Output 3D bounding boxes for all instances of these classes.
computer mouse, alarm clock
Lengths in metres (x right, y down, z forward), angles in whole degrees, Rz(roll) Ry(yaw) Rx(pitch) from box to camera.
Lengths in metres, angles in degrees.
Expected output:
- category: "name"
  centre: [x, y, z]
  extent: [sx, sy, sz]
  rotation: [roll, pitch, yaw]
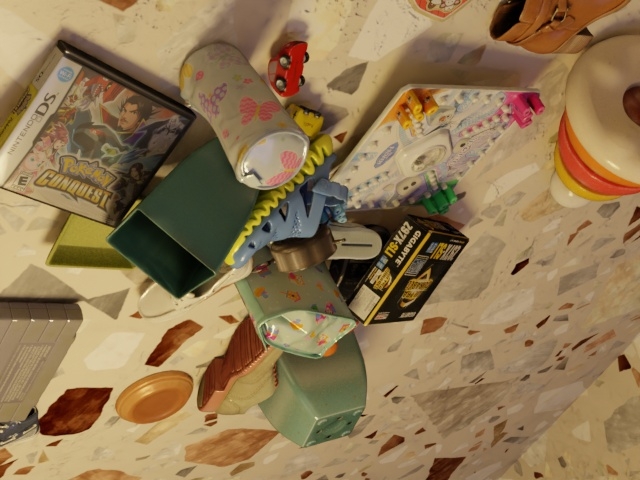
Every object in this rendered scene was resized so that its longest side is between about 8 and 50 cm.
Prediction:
- category: "computer mouse"
  centre: [0.067, 0.065, 2.018]
  extent: [0.188, 0.072, 0.272]
  rotation: [8, 120, -35]
- category: "alarm clock"
  centre: [-0.053, 0.020, 1.743]
  extent: [0.192, 0.129, 0.064]
  rotation: [-27, 108, -12]

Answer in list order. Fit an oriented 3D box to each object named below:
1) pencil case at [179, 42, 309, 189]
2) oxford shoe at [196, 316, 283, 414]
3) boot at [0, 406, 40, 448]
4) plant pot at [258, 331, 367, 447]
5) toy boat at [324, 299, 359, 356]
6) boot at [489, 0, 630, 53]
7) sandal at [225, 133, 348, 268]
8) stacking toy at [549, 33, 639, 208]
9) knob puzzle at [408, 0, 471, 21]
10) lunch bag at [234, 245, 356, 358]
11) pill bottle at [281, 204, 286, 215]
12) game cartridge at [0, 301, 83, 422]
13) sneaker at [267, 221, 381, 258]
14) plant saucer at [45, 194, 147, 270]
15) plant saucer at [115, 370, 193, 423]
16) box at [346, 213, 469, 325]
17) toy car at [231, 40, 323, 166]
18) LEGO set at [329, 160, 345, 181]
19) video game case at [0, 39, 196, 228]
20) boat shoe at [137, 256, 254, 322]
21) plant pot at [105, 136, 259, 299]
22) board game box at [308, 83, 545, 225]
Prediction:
- category: "pencil case"
  centre: [-0.125, -0.199, 1.363]
  extent: [0.124, 0.273, 0.114]
  rotation: [-28, 141, -11]
- category: "oxford shoe"
  centre: [-0.154, 0.299, 2.100]
  extent: [0.146, 0.141, 0.397]
  rotation: [20, 136, -25]
- category: "boot"
  centre: [-0.723, 0.424, 1.939]
  extent: [0.189, 0.069, 0.086]
  rotation: [-17, 139, -32]
- category: "plant pot"
  centre: [-0.014, 0.380, 2.238]
  extent: [0.247, 0.252, 0.248]
  rotation: [-10, 143, -29]
- category: "toy boat"
  centre: [-0.005, 0.215, 2.113]
  extent: [0.231, 0.151, 0.151]
  rotation: [-9, 142, -28]
- category: "boot"
  centre: [0.455, -0.469, 1.610]
  extent: [0.220, 0.109, 0.283]
  rotation: [0, 144, -31]
- category: "sandal"
  centre: [-0.054, -0.055, 1.608]
  extent: [0.317, 0.126, 0.138]
  rotation: [-46, 108, -22]
- category: "stacking toy"
  centre: [0.650, -0.210, 1.988]
  extent: [0.350, 0.351, 0.480]
  rotation: [-20, 165, -15]
- category: "knob puzzle"
  centre: [0.231, -0.455, 1.504]
  extent: [0.213, 0.030, 0.213]
  rotation: [-20, 146, -14]
- category: "lunch bag"
  centre: [-0.084, 0.119, 1.857]
  extent: [0.262, 0.223, 0.160]
  rotation: [16, 127, -47]
- category: "pill bottle"
  centre: [-0.175, -0.036, 1.677]
  extent: [0.208, 0.119, 0.119]
  rotation: [-10, 142, -27]
- category: "game cartridge"
  centre: [-0.647, 0.252, 1.763]
  extent: [0.230, 0.068, 0.355]
  rotation: [2, 136, -44]
- category: "sneaker"
  centre: [0.000, 0.000, 1.869]
  extent: [0.258, 0.091, 0.094]
  rotation: [8, 96, -13]
- category: "plant saucer"
  centre: [-0.390, -0.026, 1.594]
  extent: [0.188, 0.045, 0.188]
  rotation: [5, 133, -41]
- category: "plant saucer"
  centre: [-0.407, 0.397, 2.158]
  extent: [0.199, 0.037, 0.200]
  rotation: [-20, 146, -15]
- category: "box"
  centre: [0.208, 0.072, 2.024]
  extent: [0.257, 0.079, 0.322]
  rotation: [-58, 158, 11]
- category: "toy car"
  centre: [-0.090, -0.208, 1.507]
  extent: [0.225, 0.053, 0.239]
  rotation: [-50, 153, -20]
- category: "LEGO set"
  centre: [0.130, -0.189, 1.792]
  extent: [0.244, 0.060, 0.182]
  rotation: [-33, 157, 12]
- category: "video game case"
  centre: [-0.369, -0.157, 1.395]
  extent: [0.248, 0.035, 0.274]
  rotation: [-52, 141, 12]
- category: "boat shoe"
  centre: [-0.268, 0.085, 1.748]
  extent: [0.277, 0.098, 0.096]
  rotation: [-30, 174, 16]
- category: "plant pot"
  centre: [-0.217, -0.055, 1.500]
  extent: [0.165, 0.165, 0.234]
  rotation: [-31, -158, 53]
- category: "board game box"
  centre: [0.222, -0.168, 1.794]
  extent: [0.389, 0.050, 0.390]
  rotation: [-6, 148, -37]
